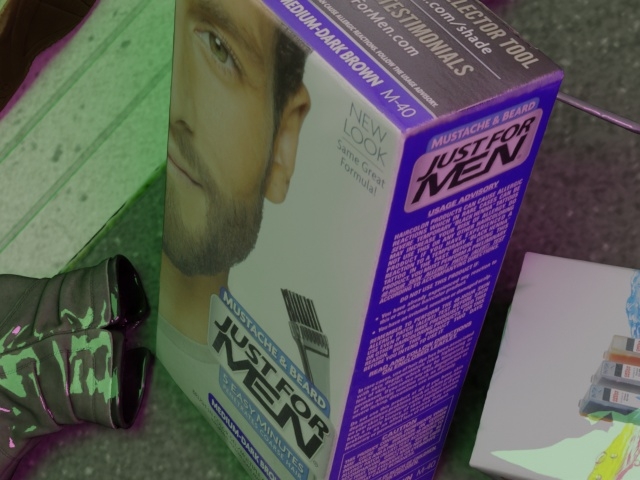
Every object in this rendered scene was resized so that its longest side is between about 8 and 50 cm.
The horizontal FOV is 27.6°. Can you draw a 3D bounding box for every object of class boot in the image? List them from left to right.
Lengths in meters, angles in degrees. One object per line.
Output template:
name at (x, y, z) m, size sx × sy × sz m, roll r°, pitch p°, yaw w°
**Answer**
boot at (-0.283, -0.213, 1.098) m, size 0.213 × 0.077 × 0.165 m, roll -50°, pitch 56°, yaw 3°
boot at (-0.206, 0.128, 0.927) m, size 0.161 × 0.083 × 0.246 m, roll -5°, pitch 70°, yaw 18°

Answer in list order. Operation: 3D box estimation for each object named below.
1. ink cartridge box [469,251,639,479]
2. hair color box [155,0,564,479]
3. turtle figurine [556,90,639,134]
ink cartridge box at (0.193, 0.095, 0.716) m, size 0.176 × 0.128 × 0.127 m, roll 11°, pitch 75°, yaw 30°
hair color box at (0.000, 0.000, 0.732) m, size 0.110 × 0.339 × 0.185 m, roll -22°, pitch 53°, yaw -30°
turtle figurine at (0.054, -0.212, 0.795) m, size 0.275 × 0.266 × 0.198 m, roll 45°, pitch 125°, yaw 54°
